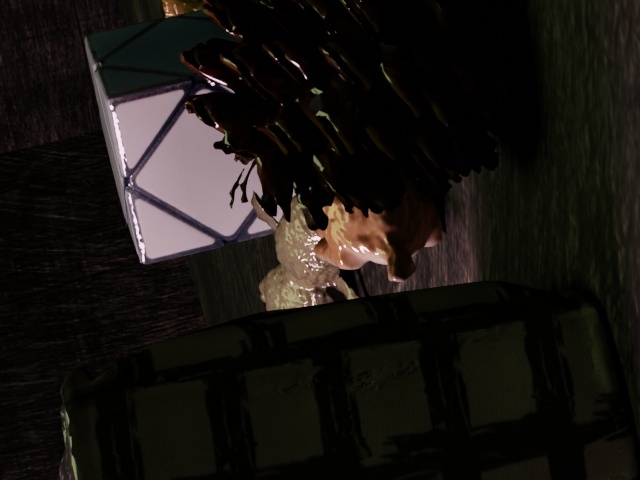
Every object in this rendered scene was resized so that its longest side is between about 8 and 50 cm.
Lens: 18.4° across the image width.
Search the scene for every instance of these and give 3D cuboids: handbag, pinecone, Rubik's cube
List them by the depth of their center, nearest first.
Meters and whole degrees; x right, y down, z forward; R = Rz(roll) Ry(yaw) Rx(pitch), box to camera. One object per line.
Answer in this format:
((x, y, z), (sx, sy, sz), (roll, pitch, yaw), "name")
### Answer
((0.011, -0.111, 1.221), (0.221, 0.221, 0.221), (166, 90, -82), "pinecone")
((-0.002, 0.124, 1.262), (0.327, 0.325, 0.162), (147, 113, -80), "handbag")
((-0.132, -0.122, 2.160), (0.205, 0.205, 0.207), (-117, 15, -60), "Rubik's cube")

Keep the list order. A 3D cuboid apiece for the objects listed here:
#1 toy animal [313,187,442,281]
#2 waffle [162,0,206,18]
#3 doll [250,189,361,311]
((0.033, -0.073, 1.500), (0.184, 0.104, 0.185), (-124, 27, -72), "toy animal")
((-0.170, -0.361, 2.388), (0.249, 0.056, 0.253), (139, 118, -65), "waffle")
((-0.014, -0.006, 1.970), (0.202, 0.091, 0.286), (12, 134, 44), "doll")
